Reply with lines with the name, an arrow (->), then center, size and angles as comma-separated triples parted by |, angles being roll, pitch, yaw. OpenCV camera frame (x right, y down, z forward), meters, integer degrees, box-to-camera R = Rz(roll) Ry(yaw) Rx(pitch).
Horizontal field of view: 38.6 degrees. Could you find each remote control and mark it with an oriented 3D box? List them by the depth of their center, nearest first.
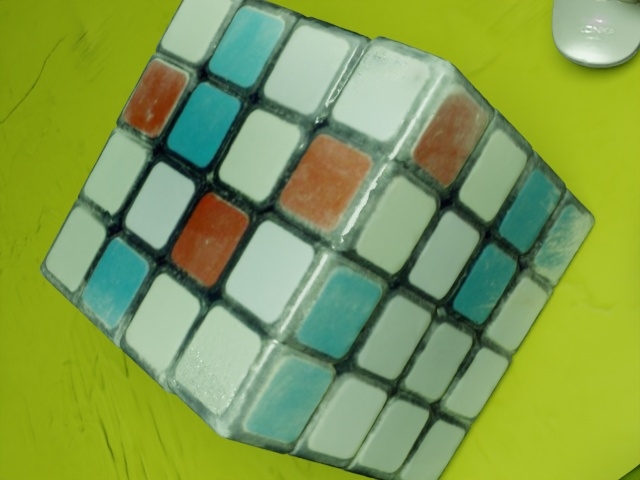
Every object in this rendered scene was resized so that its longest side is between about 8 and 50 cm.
remote control -> 0.231, -0.234, 0.728 | 0.073, 0.044, 0.229 | 7, 69, 16

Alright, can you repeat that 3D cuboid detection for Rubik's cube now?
Rubik's cube -> 0.000, -0.001, 0.672 | 0.253, 0.259, 0.256 | 32, 93, 43

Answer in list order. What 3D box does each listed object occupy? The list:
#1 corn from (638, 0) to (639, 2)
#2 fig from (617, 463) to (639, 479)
corn -> 0.320, -0.253, 0.540 | 0.344, 0.131, 0.131 | -27, 55, 54
fig -> 0.210, 0.172, 0.427 | 0.233, 0.314, 0.233 | -45, 24, 27
